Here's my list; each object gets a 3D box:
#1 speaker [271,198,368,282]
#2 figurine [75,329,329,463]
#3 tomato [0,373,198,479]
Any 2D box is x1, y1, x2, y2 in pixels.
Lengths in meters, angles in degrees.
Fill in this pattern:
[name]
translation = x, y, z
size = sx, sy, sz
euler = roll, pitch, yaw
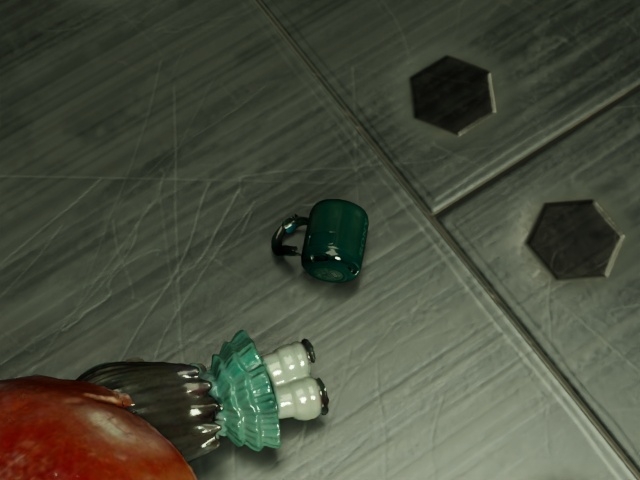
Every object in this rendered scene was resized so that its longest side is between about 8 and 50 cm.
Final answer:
[speaker]
translation = -0.003, -0.002, 1.415
size = 0.094, 0.060, 0.075
euler = 8, 64, 6
[figurine]
translation = -0.116, 0.162, 1.318
size = 0.245, 0.110, 0.138
euler = -13, 73, -12
[tomato]
translation = -0.258, 0.254, 1.184
size = 0.289, 0.176, 0.335
euler = -47, 74, 9
